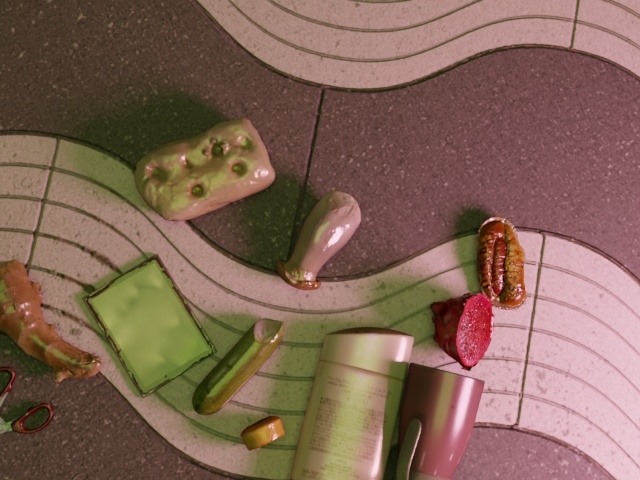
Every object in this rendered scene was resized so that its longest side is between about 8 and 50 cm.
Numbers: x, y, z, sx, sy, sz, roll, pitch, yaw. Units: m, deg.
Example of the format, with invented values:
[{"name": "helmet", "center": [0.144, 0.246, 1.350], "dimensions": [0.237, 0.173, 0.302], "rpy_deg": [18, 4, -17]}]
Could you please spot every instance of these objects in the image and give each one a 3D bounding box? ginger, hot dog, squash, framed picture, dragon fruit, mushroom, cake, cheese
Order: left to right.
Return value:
[{"name": "ginger", "center": [-0.537, 0.157, 1.851], "dimensions": [0.294, 0.086, 0.131], "rpy_deg": [41, 71, -5]}, {"name": "framed picture", "center": [-0.332, 0.165, 1.896], "dimensions": [0.173, 0.010, 0.231], "rpy_deg": [-31, 84, -9]}, {"name": "cheese", "center": [-0.231, -0.137, 1.916], "dimensions": [0.263, 0.093, 0.159], "rpy_deg": [-24, 82, -7]}, {"name": "squash", "center": [-0.156, 0.239, 1.868], "dimensions": [0.069, 0.069, 0.239], "rpy_deg": [42, 80, 3]}, {"name": "cake", "center": [-0.109, 0.363, 1.845], "dimensions": [0.084, 0.084, 0.044], "rpy_deg": [-25, 86, -8]}, {"name": "mushroom", "center": [0.000, 0.000, 1.914], "dimensions": [0.097, 0.088, 0.212], "rpy_deg": [32, 84, -31]}, {"name": "dragon fruit", "center": [0.260, 0.171, 1.905], "dimensions": [0.111, 0.153, 0.153], "rpy_deg": [9, 76, 41]}, {"name": "hot dog", "center": [0.360, 0.046, 1.950], "dimensions": [0.099, 0.053, 0.192], "rpy_deg": [-3, 83, -9]}]

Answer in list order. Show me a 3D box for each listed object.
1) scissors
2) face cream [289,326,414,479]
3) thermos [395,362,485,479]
[{"name": "scissors", "center": [-0.633, 0.368, 1.836], "dimensions": [0.144, 0.017, 0.248], "rpy_deg": [43, 81, 4]}, {"name": "face cream", "center": [0.059, 0.330, 1.862], "dimensions": [0.173, 0.081, 0.348], "rpy_deg": [13, 79, 1]}, {"name": "thermos", "center": [0.203, 0.372, 1.828], "dimensions": [0.146, 0.176, 0.265], "rpy_deg": [10, 80, 33]}]
